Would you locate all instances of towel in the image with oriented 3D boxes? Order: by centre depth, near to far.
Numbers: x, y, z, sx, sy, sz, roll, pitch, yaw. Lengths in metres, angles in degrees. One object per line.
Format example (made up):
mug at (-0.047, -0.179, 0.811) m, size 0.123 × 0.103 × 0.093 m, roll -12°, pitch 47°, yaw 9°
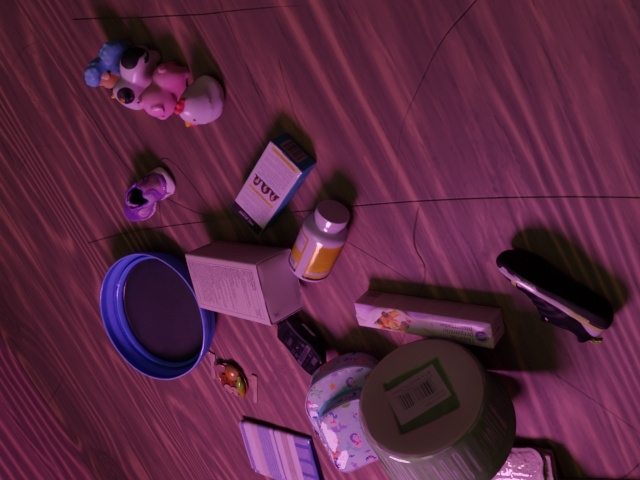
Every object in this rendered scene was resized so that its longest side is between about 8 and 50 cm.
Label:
towel at (0.400, 0.556, 1.429) m, size 0.282 × 0.049 × 0.187 m, roll -21°, pitch 69°, yaw 44°
towel at (-0.121, 0.662, 1.983) m, size 0.285 × 0.034 × 0.209 m, roll 2°, pitch 115°, yaw 36°

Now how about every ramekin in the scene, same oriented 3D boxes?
ramekin at (0.224, 0.346, 1.294) m, size 0.304 × 0.303 × 0.148 m, roll 2°, pitch 142°, yaw 38°

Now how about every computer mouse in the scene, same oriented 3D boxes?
computer mouse at (-0.055, 0.211, 1.633) m, size 0.262 × 0.060 × 0.184 m, roll 42°, pitch 135°, yaw 22°

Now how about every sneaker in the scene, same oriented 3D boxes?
sneaker at (0.414, 0.112, 1.174) m, size 0.235 × 0.084 × 0.097 m, roll 35°, pitch 134°, yaw 16°
sneaker at (-0.492, -0.113, 1.741) m, size 0.095 × 0.104 × 0.236 m, roll 53°, pitch 136°, yaw -4°

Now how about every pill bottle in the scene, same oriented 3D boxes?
pill bottle at (0.000, 0.000, 1.420) m, size 0.103 × 0.103 × 0.184 m, roll 38°, pitch 134°, yaw 14°

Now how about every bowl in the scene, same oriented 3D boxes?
bowl at (-0.478, 0.217, 1.891) m, size 0.391 × 0.077 × 0.390 m, roll 8°, pitch 107°, yaw 26°

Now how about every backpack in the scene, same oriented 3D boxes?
backpack at (0.085, 0.407, 1.534) m, size 0.225 × 0.191 × 0.253 m, roll -26°, pitch 94°, yaw 11°

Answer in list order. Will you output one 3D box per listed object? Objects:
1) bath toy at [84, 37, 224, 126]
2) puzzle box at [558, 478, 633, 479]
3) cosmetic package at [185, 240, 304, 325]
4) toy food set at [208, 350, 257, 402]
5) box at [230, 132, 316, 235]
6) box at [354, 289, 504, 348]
bath toy at (-0.384, -0.351, 1.488) m, size 0.348 × 0.129 × 0.151 m, roll 26°, pitch 130°, yaw 23°
puzzle box at (0.544, 0.655, 1.435) m, size 0.409 × 0.052 × 0.272 m, roll -18°, pitch 103°, yaw 44°
cosmetic package at (-0.194, 0.097, 1.586) m, size 0.310 × 0.113 × 0.160 m, roll 6°, pitch 114°, yaw 46°
toy food set at (-0.276, 0.426, 1.952) m, size 0.192 × 0.038 × 0.132 m, roll 21°, pitch 128°, yaw 28°
box at (-0.111, -0.123, 1.460) m, size 0.100 × 0.060 × 0.244 m, roll 46°, pitch 135°, yaw 6°
box at (0.225, 0.164, 1.371) m, size 0.324 × 0.067 × 0.063 m, roll 4°, pitch 119°, yaw 36°
